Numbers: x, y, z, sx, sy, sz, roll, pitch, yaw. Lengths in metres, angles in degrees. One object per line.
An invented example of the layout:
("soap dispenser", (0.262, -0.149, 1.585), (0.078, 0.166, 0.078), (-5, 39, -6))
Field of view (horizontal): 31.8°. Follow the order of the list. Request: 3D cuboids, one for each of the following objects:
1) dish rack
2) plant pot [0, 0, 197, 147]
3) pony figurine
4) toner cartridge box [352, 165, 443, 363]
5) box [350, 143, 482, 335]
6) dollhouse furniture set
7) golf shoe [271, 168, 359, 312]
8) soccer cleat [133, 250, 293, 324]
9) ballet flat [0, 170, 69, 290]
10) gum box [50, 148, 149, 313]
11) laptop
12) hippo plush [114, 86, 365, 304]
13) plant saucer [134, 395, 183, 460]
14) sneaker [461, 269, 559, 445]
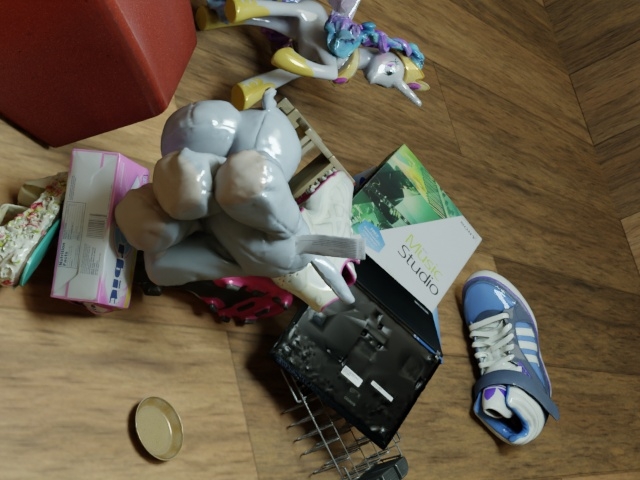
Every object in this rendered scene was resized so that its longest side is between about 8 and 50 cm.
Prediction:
("dish rack", (0.026, 0.274, 1.687), (0.208, 0.074, 0.271), (-20, 83, -61))
("plant pot", (-0.303, -0.275, 1.415), (0.235, 0.267, 0.267), (60, 27, -33))
("pony figurine", (-0.015, -0.359, 1.903), (0.363, 0.303, 0.351), (-5, 56, -33))
("toner cartridge box", (0.129, 0.052, 2.006), (0.165, 0.075, 0.347), (34, 42, -42))
("box", (0.140, -0.003, 1.929), (0.232, 0.058, 0.322), (50, 38, -7))
("dollhouse furniture set", (-0.049, -0.127, 1.852), (0.129, 0.129, 0.183), (48, 4, -27))
("golf shoe", (0.000, 0.000, 1.601), (0.140, 0.115, 0.306), (46, 30, -6))
("soccer cleat", (-0.157, 0.017, 1.542), (0.331, 0.116, 0.143), (23, 50, -49))
("ballet flat", (-0.338, -0.032, 1.339), (0.077, 0.091, 0.241), (26, 31, -1))
("gum box", (-0.263, -0.006, 1.349), (0.107, 0.062, 0.188), (35, 62, -77))
("laptop", (0.055, 0.139, 1.701), (0.234, 0.136, 0.264), (41, 69, -16))
("hippo plush", (-0.092, -0.088, 1.360), (0.234, 0.294, 0.236), (101, -8, -55))
("plant saucer", (-0.205, 0.236, 1.402), (0.083, 0.015, 0.083), (37, 39, -38))
("sneaker", (0.346, 0.234, 2.153), (0.322, 0.130, 0.236), (66, 25, -8))
